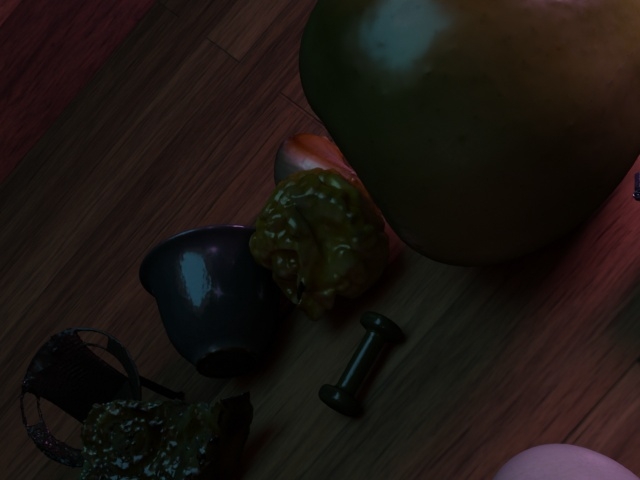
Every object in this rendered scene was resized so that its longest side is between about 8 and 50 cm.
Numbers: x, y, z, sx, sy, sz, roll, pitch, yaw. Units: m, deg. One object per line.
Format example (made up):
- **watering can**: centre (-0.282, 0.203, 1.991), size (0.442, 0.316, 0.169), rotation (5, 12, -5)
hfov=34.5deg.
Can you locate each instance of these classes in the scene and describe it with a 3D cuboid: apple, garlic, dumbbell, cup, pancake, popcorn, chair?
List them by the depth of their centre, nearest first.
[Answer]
- **apple**: centre (0.162, -0.159, 1.034), size (0.357, 0.357, 0.357), rotation (-34, 34, 27)
- **dumbbell**: centre (0.044, 0.137, 1.147), size (0.052, 0.046, 0.118), rotation (12, 67, 51)
- **pancake**: centre (-0.231, 0.281, 1.235), size (0.376, 0.054, 0.197), rotation (-38, 74, 9)
- **popcorn**: centre (0.000, 0.000, 1.247), size (0.180, 0.180, 0.170), rotation (-18, 14, 43)
- **cup**: centre (-0.128, 0.094, 1.321), size (0.199, 0.199, 0.150), rotation (-32, 52, 29)
- **chair**: centre (-0.274, 0.221, 1.324), size (0.174, 0.213, 0.149), rotation (-49, 24, 5)
- **garlic**: centre (0.003, -0.070, 1.383), size (0.206, 0.128, 0.115), rotation (36, 109, 54)

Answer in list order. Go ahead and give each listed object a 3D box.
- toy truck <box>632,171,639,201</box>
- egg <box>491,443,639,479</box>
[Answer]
- **toy truck**: centre (0.361, -0.033, 0.874), size (0.092, 0.083, 0.192), rotation (-57, 29, -11)
- **egg**: centre (0.187, 0.235, 0.748), size (0.151, 0.151, 0.209), rotation (-41, 23, 16)
